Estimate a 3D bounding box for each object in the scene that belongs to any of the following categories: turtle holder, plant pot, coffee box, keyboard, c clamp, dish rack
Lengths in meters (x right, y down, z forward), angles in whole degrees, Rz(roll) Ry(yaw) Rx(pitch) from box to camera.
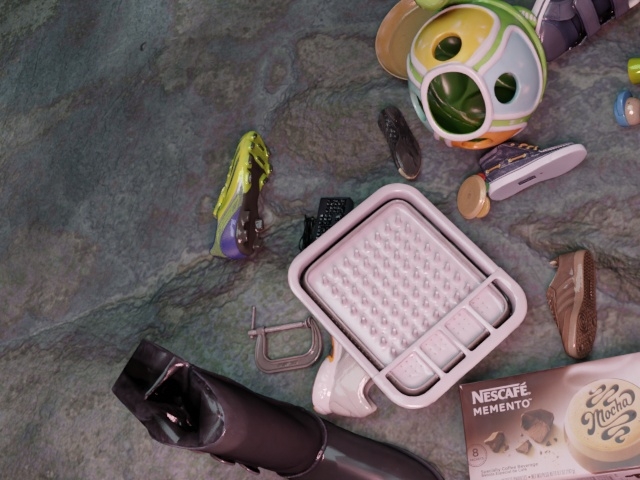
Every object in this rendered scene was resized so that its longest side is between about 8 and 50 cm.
[{"bbox_3d":[0.265,-0.307,1.593,0.244,0.320,0.227,15,35,17],"label":"turtle holder"},{"bbox_3d":[0.226,-0.414,1.861,0.237,0.032,0.236,-12,60,22],"label":"plant pot"},{"bbox_3d":[0.368,0.280,1.359,0.297,0.119,0.168,-14,60,21],"label":"coffee box"},{"bbox_3d":[0.000,0.000,1.756,0.100,0.038,0.192,-3,62,27],"label":"keyboard"},{"bbox_3d":[-0.068,0.177,1.706,0.161,0.022,0.137,-7,62,25],"label":"c clamp"},{"bbox_3d":[0.141,0.092,1.541,0.286,0.072,0.333,-40,71,-12],"label":"dish rack"}]

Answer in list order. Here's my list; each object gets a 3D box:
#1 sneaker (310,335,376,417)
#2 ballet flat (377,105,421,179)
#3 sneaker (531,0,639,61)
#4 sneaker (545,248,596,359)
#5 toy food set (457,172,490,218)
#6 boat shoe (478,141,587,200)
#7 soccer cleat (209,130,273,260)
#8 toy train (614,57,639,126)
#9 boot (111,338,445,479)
[{"bbox_3d":[0.077,0.183,1.593,0.121,0.099,0.262,10,75,20],"label":"sneaker"},{"bbox_3d":[0.153,-0.185,1.778,0.058,0.049,0.173,-1,56,-21],"label":"ballet flat"},{"bbox_3d":[0.497,-0.451,1.679,0.127,0.126,0.321,27,79,39],"label":"sneaker"},{"bbox_3d":[0.399,0.106,1.483,0.071,0.066,0.188,-13,52,41],"label":"sneaker"},{"bbox_3d":[0.272,-0.078,1.641,0.083,0.020,0.082,-17,66,62],"label":"toy food set"},{"bbox_3d":[0.367,-0.146,1.620,0.183,0.065,0.083,-24,60,17],"label":"boat shoe"},{"bbox_3d":[-0.170,-0.095,1.864,0.121,0.093,0.289,-12,59,30],"label":"soccer cleat"},{"bbox_3d":[0.593,-0.304,1.574,0.143,0.105,0.247,-2,63,42],"label":"toy train"},{"bbox_3d":[-0.043,0.301,1.362,0.367,0.445,0.146,13,72,33],"label":"boot"}]
